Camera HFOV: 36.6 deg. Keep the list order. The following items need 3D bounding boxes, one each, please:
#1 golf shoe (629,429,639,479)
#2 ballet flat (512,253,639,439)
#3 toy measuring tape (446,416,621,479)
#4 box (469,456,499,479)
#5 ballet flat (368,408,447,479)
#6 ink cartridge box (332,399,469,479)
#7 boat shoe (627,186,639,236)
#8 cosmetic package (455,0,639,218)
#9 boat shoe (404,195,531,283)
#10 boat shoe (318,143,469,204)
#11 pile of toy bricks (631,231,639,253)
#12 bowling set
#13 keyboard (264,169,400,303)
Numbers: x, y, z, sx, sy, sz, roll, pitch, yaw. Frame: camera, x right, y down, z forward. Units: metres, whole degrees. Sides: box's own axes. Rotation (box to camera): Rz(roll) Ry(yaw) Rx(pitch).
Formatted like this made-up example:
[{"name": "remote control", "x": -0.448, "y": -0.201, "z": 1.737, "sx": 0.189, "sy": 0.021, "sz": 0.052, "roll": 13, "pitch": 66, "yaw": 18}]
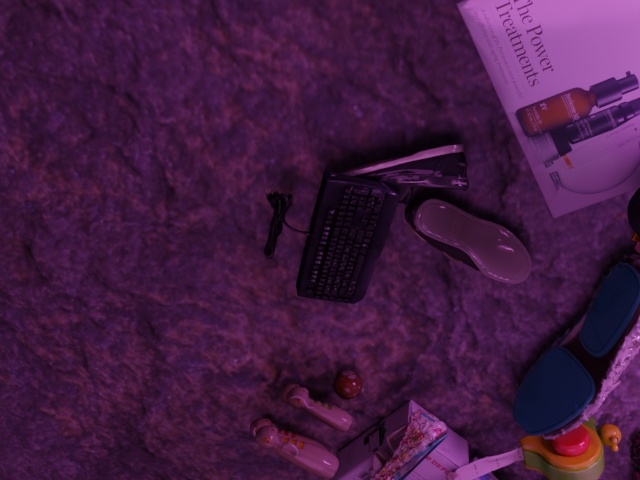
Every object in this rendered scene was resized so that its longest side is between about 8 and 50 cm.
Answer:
[{"name": "golf shoe", "x": 0.627, "y": 0.412, "z": 1.808, "sx": 0.086, "sy": 0.067, "sz": 0.186, "roll": -18, "pitch": 124, "yaw": -15}, {"name": "ballet flat", "x": 0.479, "y": 0.193, "z": 1.628, "sx": 0.147, "sy": 0.147, "sz": 0.409, "roll": 22, "pitch": 126, "yaw": -8}, {"name": "toy measuring tape", "x": 0.397, "y": 0.411, "z": 1.746, "sx": 0.330, "sy": 0.121, "sz": 0.121, "roll": -19, "pitch": 123, "yaw": -5}, {"name": "box", "x": 0.315, "y": 0.537, "z": 1.855, "sx": 0.203, "sy": 0.114, "sz": 0.103, "roll": 46, "pitch": 133, "yaw": -2}, {"name": "ballet flat", "x": 0.140, "y": 0.389, "z": 1.739, "sx": 0.077, "sy": 0.091, "sz": 0.241, "roll": 46, "pitch": 119, "yaw": 19}, {"name": "ink cartridge box", "x": 0.155, "y": 0.427, "z": 1.854, "sx": 0.160, "sy": 0.092, "sz": 0.219, "roll": 38, "pitch": 120, "yaw": -18}, {"name": "boat shoe", "x": 0.645, "y": -0.026, "z": 1.376, "sx": 0.500, "sy": 0.186, "sz": 0.156, "roll": 9, "pitch": 151, "yaw": -27}, {"name": "cosmetic package", "x": 0.390, "y": -0.241, "z": 1.344, "sx": 0.284, "sy": 0.097, "sz": 0.377, "roll": -22, "pitch": 120, "yaw": 18}, {"name": "boat shoe", "x": 0.238, "y": -0.002, "z": 1.554, "sx": 0.228, "sy": 0.069, "sz": 0.081, "roll": 30, "pitch": 84, "yaw": -18}, {"name": "boat shoe", "x": 0.111, "y": -0.090, "z": 1.484, "sx": 0.233, "sy": 0.084, "sz": 0.079, "roll": -10, "pitch": 97, "yaw": 14}, {"name": "pile of toy bricks", "x": 0.601, "y": 0.007, "z": 1.485, "sx": 0.212, "sy": 0.105, "sz": 0.118, "roll": 15, "pitch": 126, "yaw": -4}, {"name": "bowling set", "x": -0.030, "y": 0.310, "z": 1.777, "sx": 0.154, "sy": 0.200, "sz": 0.287, "roll": 27, "pitch": 167, "yaw": -7}, {"name": "keyboard", "x": 0.000, "y": 0.000, "z": 1.556, "sx": 0.201, "sy": 0.033, "sz": 0.317, "roll": 12, "pitch": 141, "yaw": -2}]
